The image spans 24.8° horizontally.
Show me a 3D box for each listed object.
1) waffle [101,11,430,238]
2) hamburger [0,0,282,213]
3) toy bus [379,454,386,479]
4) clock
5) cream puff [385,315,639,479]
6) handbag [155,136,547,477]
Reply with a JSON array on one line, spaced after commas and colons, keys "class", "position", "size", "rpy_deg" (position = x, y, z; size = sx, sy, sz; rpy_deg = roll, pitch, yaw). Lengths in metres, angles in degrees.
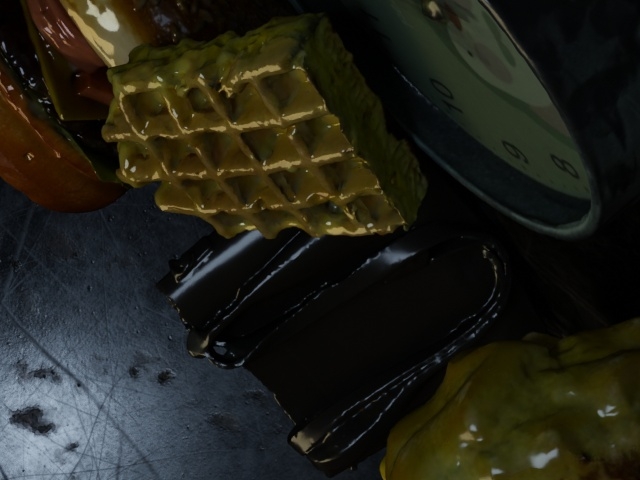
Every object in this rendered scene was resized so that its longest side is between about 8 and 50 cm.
[{"class": "waffle", "position": [-0.055, -0.068, 0.960], "size": [0.211, 0.055, 0.160], "rpy_deg": [-2, 139, 35]}, {"class": "hamburger", "position": [-0.162, -0.173, 1.116], "size": [0.291, 0.225, 0.291], "rpy_deg": [51, -160, -27]}, {"class": "toy bus", "position": [0.151, 0.246, 1.393], "size": [0.152, 0.144, 0.330], "rpy_deg": [53, 171, -2]}, {"class": "clock", "position": [0.065, -0.132, 0.814], "size": [0.319, 0.066, 0.319], "rpy_deg": [47, 173, 7]}, {"class": "cream puff", "position": [0.195, 0.167, 1.020], "size": [0.324, 0.291, 0.257], "rpy_deg": [35, -154, -19]}, {"class": "handbag", "position": [0.031, 0.056, 1.232], "size": [0.285, 0.257, 0.113], "rpy_deg": [51, -177, -35]}]
